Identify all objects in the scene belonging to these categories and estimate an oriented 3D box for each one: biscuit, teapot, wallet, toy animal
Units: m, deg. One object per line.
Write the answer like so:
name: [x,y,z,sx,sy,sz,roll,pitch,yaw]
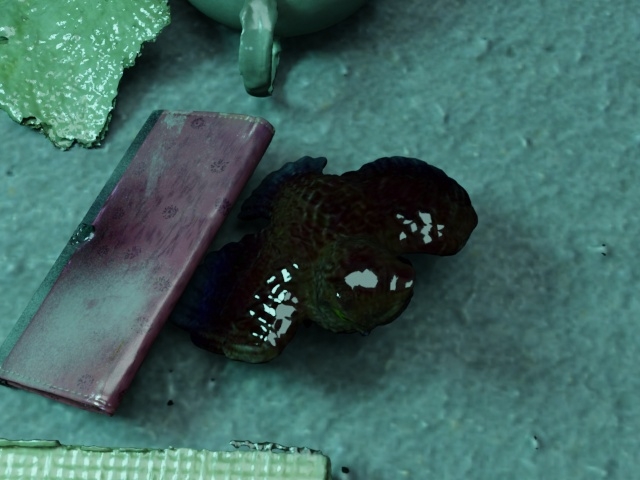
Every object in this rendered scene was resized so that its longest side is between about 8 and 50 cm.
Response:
biscuit: [-0.120,0.197,0.690,0.252,0.052,0.150,1,68,1]
teapot: [-0.032,-0.241,0.867,0.193,0.129,0.295,6,66,1]
wallet: [-0.125,0.007,0.770,0.119,0.025,0.232,9,60,37]
toy animal: [0.002,0.002,0.720,0.218,0.179,0.116,-25,93,-8]

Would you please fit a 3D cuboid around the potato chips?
potato chips: [-0.179,-0.194,0.859,0.167,0.059,0.228,35,95,34]
